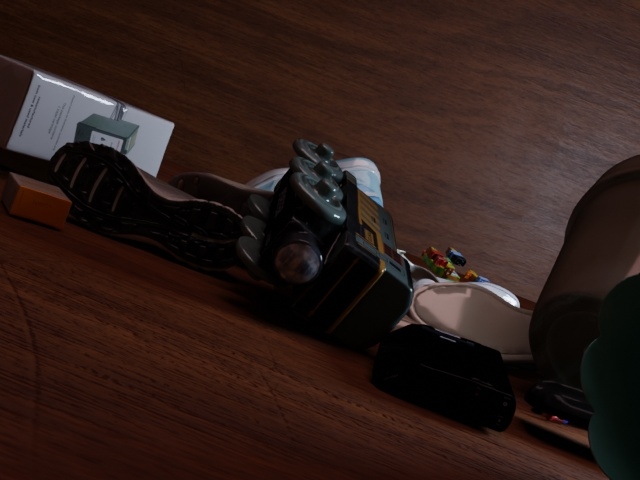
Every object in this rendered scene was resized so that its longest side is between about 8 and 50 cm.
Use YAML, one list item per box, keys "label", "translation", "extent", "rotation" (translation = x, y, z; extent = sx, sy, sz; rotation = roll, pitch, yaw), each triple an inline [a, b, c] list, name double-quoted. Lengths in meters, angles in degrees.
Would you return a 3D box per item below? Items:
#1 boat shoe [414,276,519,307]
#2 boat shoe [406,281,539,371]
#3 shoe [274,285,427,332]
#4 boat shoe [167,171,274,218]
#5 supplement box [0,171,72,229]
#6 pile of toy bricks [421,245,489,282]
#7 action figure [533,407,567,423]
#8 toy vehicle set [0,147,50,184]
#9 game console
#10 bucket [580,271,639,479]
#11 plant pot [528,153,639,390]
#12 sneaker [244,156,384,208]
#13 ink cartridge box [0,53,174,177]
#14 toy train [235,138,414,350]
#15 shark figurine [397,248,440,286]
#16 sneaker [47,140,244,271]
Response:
- label: "boat shoe"
  translation: [0.261, 0.118, 1.759]
  extent: [0.226, 0.083, 0.076]
  rotation: [9, 17, -7]
- label: "boat shoe"
  translation: [0.253, 0.144, 1.374]
  extent: [0.319, 0.116, 0.099]
  rotation: [12, -36, -21]
- label: "shoe"
  translation: [0.045, 0.076, 1.226]
  extent: [0.219, 0.058, 0.076]
  rotation: [22, 4, 14]
- label: "boat shoe"
  translation: [-0.056, -0.013, 1.395]
  extent: [0.355, 0.132, 0.130]
  rotation: [23, 5, 12]
- label: "supplement box"
  translation: [-0.328, -0.046, 1.100]
  extent: [0.062, 0.036, 0.098]
  rotation: [19, 5, -26]
- label: "pile of toy bricks"
  translation: [0.246, 0.059, 1.961]
  extent: [0.212, 0.118, 0.105]
  rotation: [18, 24, -43]
- label: "action figure"
  translation: [0.294, 0.199, 1.097]
  extent: [0.115, 0.030, 0.038]
  rotation: [21, -2, -36]
- label: "toy vehicle set"
  translation: [-0.401, -0.109, 1.579]
  extent: [0.165, 0.035, 0.267]
  rotation: [22, 4, 12]
- label: "game console"
  translation: [0.229, 0.167, 0.963]
  extent: [0.361, 0.044, 0.213]
  rotation: [19, 7, 6]
- label: "bucket"
  translation: [0.355, 0.127, 0.712]
  extent: [0.281, 0.281, 0.183]
  rotation: [24, 4, 41]
- label: "plant pot"
  translation: [0.419, 0.082, 1.244]
  extent: [0.323, 0.323, 0.280]
  rotation: [24, 42, 35]
- label: "sneaker"
  translation: [-0.019, -0.042, 1.874]
  extent: [0.127, 0.318, 0.208]
  rotation: [76, -1, -50]
- label: "ink cartridge box"
  translation: [-0.405, -0.189, 1.476]
  extent: [0.211, 0.122, 0.289]
  rotation: [24, 5, 35]
- label: "toy train"
  translation: [0.010, -0.003, 1.134]
  extent: [0.190, 0.142, 0.334]
  rotation: [38, 15, -11]
- label: "shark figurine"
  translation: [0.080, 0.052, 1.510]
  extent: [0.166, 0.116, 0.278]
  rotation: [55, 19, 8]
- label: "sneaker"
  translation: [-0.220, -0.036, 1.212]
  extent: [0.271, 0.100, 0.108]
  rotation: [27, -6, -3]
